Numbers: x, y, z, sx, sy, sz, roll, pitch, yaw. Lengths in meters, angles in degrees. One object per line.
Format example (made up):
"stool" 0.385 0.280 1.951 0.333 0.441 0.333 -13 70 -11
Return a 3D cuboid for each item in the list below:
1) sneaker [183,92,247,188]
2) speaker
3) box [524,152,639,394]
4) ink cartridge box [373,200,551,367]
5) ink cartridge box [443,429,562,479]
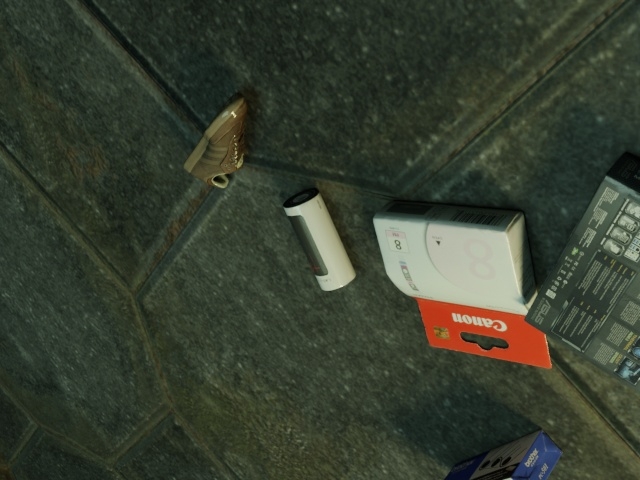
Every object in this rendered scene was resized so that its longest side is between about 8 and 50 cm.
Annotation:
"sneaker" -0.128 -0.136 1.196 0.071 0.066 0.188 35 147 -9
"speaker" 0.000 0.000 1.179 0.055 0.055 0.136 -3 119 44
"box" 0.341 0.048 0.896 0.183 0.059 0.232 33 138 19
"ink cartridge box" 0.177 0.065 1.069 0.189 0.066 0.232 7 121 39
"ink cartridge box" 0.236 0.337 1.198 0.046 0.097 0.207 48 141 2
